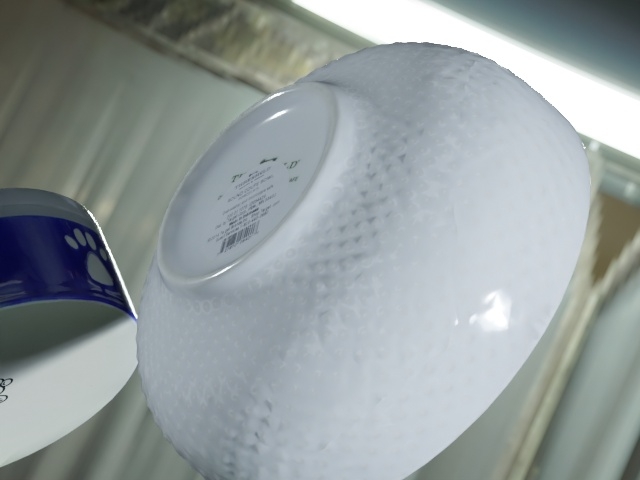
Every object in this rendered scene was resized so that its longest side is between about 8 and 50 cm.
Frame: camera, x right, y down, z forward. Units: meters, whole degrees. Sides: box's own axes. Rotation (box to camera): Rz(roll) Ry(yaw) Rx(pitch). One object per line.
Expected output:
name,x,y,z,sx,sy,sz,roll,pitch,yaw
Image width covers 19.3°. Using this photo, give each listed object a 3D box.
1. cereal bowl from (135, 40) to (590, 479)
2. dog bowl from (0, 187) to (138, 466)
cereal bowl,0.000,0.000,1.212,0.141,0.339,0.339,41,-18,-29
dog bowl,-0.274,0.080,1.445,0.104,0.265,0.265,62,4,26
